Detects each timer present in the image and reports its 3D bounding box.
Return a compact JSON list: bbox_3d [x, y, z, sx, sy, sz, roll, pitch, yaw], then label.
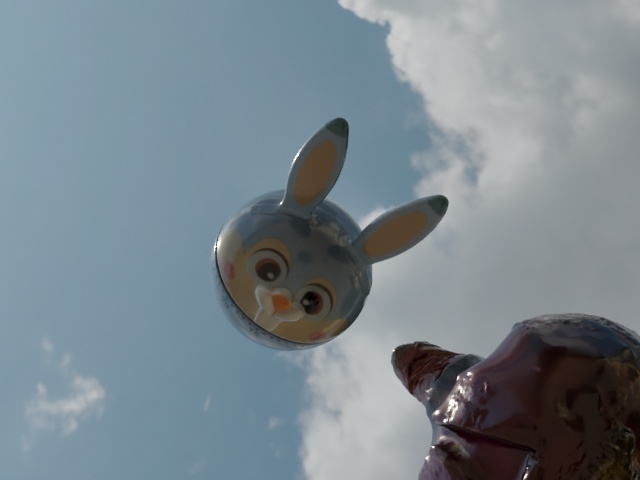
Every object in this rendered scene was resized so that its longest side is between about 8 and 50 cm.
[{"bbox_3d":[-0.013,0.018,0.929,0.175,0.255,0.175,4,-104,-18],"label":"timer"}]

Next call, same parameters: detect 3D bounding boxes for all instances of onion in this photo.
[{"bbox_3d":[0.265,0.267,1.406,0.398,0.420,0.399,-14,-67,-38],"label":"onion"}]
